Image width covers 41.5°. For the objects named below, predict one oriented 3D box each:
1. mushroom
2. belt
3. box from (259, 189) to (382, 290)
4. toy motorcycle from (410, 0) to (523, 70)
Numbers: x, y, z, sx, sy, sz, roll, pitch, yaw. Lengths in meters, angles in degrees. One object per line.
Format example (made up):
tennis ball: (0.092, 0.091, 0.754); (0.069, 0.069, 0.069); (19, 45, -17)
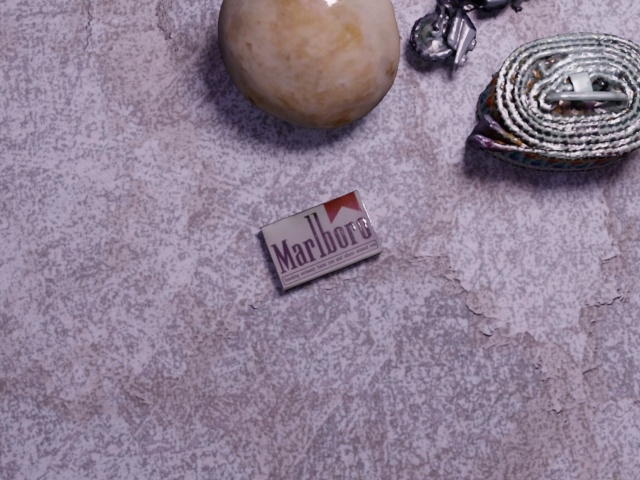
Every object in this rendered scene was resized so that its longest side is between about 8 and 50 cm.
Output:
mushroom: (-0.008, -0.335, 1.351); (0.297, 0.298, 0.290); (18, 47, 4)
belt: (0.391, -0.219, 1.346); (0.294, 0.160, 0.207); (4, 83, 2)
box: (0.000, 0.000, 1.396); (0.177, 0.036, 0.115); (-22, 82, 0)
toy motorcycle: (0.267, -0.400, 1.402); (0.159, 0.106, 0.271); (27, 81, 11)
